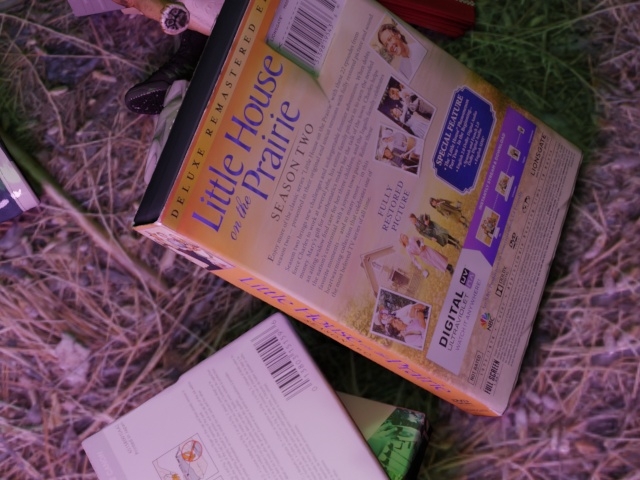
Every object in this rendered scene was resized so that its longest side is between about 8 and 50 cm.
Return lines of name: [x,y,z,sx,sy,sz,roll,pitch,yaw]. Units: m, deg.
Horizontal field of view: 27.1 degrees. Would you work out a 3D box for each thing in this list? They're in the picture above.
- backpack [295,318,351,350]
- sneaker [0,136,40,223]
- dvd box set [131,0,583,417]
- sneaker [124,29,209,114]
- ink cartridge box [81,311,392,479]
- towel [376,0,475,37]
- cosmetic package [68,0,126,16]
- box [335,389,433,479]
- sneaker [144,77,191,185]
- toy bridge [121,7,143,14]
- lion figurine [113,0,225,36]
backpack: [0.000,0.000,1.387,0.188,0.144,0.166,33,80,35]
sneaker: [-0.456,-0.090,1.587,0.163,0.086,0.226,-33,64,-4]
dvd box set: [0.056,-0.052,1.266,0.062,0.420,0.307,-11,55,55]
sneaker: [-0.155,-0.212,1.586,0.170,0.051,0.089,-15,61,3]
ink cartridge box: [-0.065,0.242,1.269,0.239,0.060,0.275,-33,61,-1]
towel: [0.087,-0.375,1.545,0.199,0.031,0.274,12,62,-22]
cosmetic package: [-0.198,-0.357,1.599,0.238,0.127,0.107,-8,70,2]
box: [-0.047,0.296,1.302,0.232,0.058,0.322,12,69,21]
sneaker: [-0.097,-0.098,1.411,0.330,0.122,0.146,-3,61,65]
toy bridge: [-0.207,-0.367,1.687,0.063,0.026,0.188,3,67,16]
lion figurine: [-0.113,-0.269,1.478,0.142,0.392,0.240,-54,37,3]
